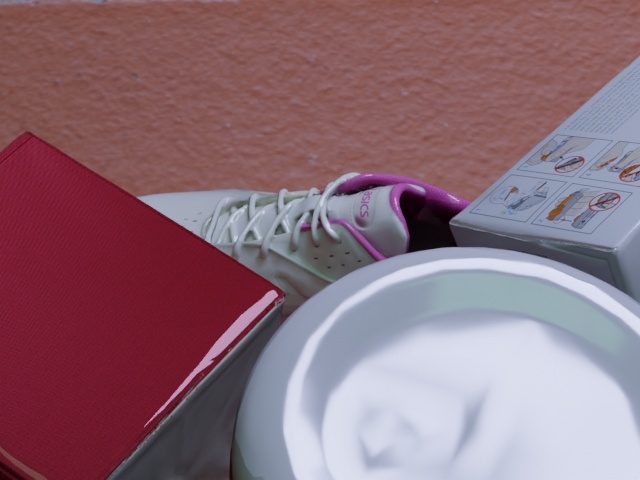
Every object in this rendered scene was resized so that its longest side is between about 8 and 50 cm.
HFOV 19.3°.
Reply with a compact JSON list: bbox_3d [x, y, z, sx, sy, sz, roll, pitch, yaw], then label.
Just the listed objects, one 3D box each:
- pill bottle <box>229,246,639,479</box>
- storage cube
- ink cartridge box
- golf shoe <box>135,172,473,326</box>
[{"bbox_3d":[0.058,0.190,0.893,0.210,0.363,0.210,2,50,-2],"label":"pill bottle"},{"bbox_3d":[-0.154,0.093,1.079,0.193,0.183,0.215,31,54,19],"label":"storage cube"},{"bbox_3d":[0.258,0.022,1.166,0.309,0.271,0.130,-39,32,-30],"label":"ink cartridge box"},{"bbox_3d":[0.000,0.000,1.195,0.306,0.140,0.115,8,52,5],"label":"golf shoe"}]
